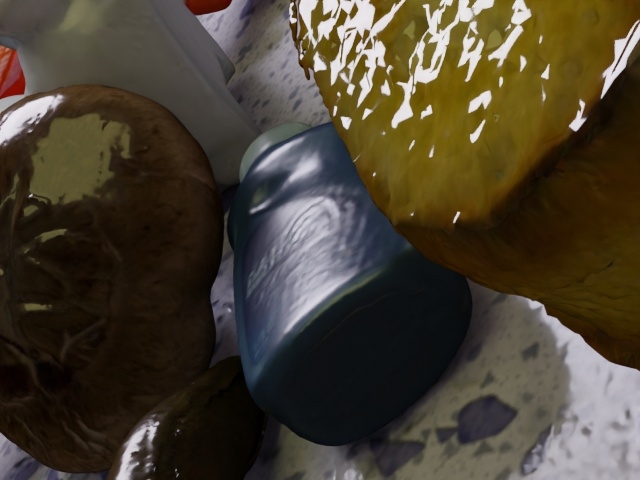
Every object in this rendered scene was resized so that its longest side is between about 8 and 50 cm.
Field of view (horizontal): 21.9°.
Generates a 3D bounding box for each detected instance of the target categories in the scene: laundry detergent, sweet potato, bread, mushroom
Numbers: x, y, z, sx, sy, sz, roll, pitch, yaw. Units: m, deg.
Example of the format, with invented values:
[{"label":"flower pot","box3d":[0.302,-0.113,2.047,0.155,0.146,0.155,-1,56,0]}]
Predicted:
[{"label":"laundry detergent","box3d":[0.000,0.000,1.056,0.143,0.094,0.290,-48,28,15]},{"label":"sweet potato","box3d":[-0.084,0.174,0.986,0.085,0.112,0.286,-31,28,28]},{"label":"bread","box3d":[0.160,-0.137,0.772,0.398,0.215,0.398,-31,53,52]},{"label":"mushroom","box3d":[-0.174,0.027,1.169,0.278,0.146,0.278,1,92,36]}]

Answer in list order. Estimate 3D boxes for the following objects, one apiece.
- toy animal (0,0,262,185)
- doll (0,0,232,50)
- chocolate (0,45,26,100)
[{"label":"toy animal","box3d":[-0.241,-0.068,1.338,0.367,0.241,0.196,-44,31,18]},{"label":"doll","box3d":[-0.187,-0.244,1.470,0.336,0.105,0.200,-17,41,-5]},{"label":"chocolate","box3d":[-0.263,-0.139,1.603,0.235,0.108,0.237,-29,34,38]}]
